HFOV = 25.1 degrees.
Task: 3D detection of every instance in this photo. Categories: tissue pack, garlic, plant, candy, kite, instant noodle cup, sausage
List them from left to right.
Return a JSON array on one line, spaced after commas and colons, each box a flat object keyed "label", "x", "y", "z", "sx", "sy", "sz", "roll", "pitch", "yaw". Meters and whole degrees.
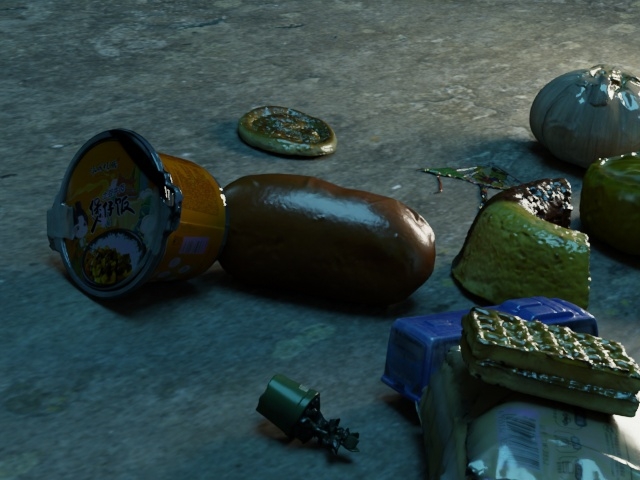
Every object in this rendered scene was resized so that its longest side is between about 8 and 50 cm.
[{"label": "instant noodle cup", "x": -0.179, "y": -0.024, "z": 1.533, "sx": 0.208, "sy": 0.177, "sz": 0.125, "roll": 13, "pitch": 5, "yaw": 42}, {"label": "plant", "x": -0.006, "y": 0.163, "z": 1.301, "sx": 0.102, "sy": 0.051, "sz": 0.051, "roll": 31, "pitch": 27, "yaw": 14}, {"label": "sausage", "x": 0.000, "y": -0.002, "z": 1.592, "sx": 0.258, "sy": 0.133, "sz": 0.133, "roll": 12, "pitch": 23, "yaw": 2}, {"label": "kite", "x": 0.227, "y": -0.072, "z": 2.009, "sx": 0.198, "sy": 0.006, "sz": 0.244, "roll": 13, "pitch": 23, "yaw": 5}, {"label": "tissue pack", "x": 0.198, "y": 0.188, "z": 1.230, "sx": 0.215, "sy": 0.123, "sz": 0.256, "roll": 14, "pitch": 23, "yaw": -4}, {"label": "garlic", "x": 0.431, "y": -0.187, "z": 2.185, "sx": 0.228, "sy": 0.152, "sz": 0.228, "roll": 9, "pitch": 17, "yaw": -3}, {"label": "candy", "x": 0.471, "y": -0.048, "z": 1.910, "sx": 0.260, "sy": 0.118, "sz": 0.260, "roll": 0, "pitch": 15, "yaw": 0}]

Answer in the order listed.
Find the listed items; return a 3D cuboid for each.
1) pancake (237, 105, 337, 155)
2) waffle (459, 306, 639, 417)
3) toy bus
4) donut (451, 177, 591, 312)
[{"label": "pancake", "x": -0.046, "y": -0.156, "z": 2.062, "sx": 0.158, "sy": 0.028, "sz": 0.158, "roll": 10, "pitch": 25, "yaw": -5}, {"label": "waffle", "x": 0.192, "y": 0.102, "z": 1.218, "sx": 0.148, "sy": 0.042, "sz": 0.102, "roll": 14, "pitch": 13, "yaw": -5}, {"label": "toy bus", "x": 0.176, "y": 0.113, "z": 1.434, "sx": 0.236, "sy": 0.094, "sz": 0.079, "roll": -6, "pitch": 28, "yaw": -34}, {"label": "donut", "x": 0.240, "y": -0.002, "z": 1.714, "sx": 0.151, "sy": 0.112, "sz": 0.295, "roll": 12, "pitch": 21, "yaw": -2}]
